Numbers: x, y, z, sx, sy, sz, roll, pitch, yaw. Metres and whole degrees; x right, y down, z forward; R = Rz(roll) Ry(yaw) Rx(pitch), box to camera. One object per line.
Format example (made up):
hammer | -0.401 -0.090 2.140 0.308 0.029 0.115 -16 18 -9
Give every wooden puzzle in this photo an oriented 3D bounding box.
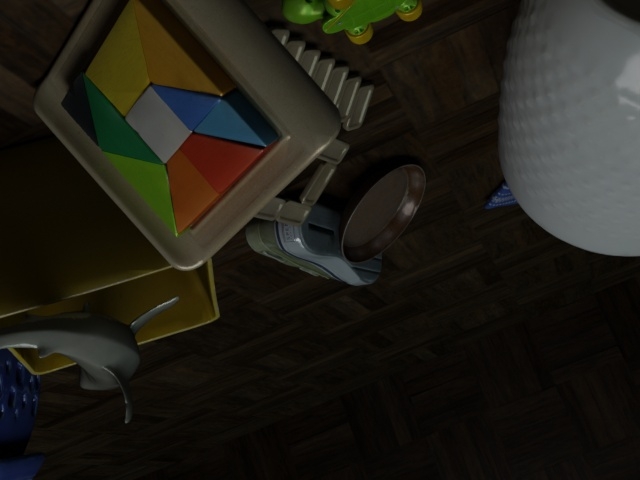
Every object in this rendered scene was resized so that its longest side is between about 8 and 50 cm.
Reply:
wooden puzzle | -0.126 -0.105 0.782 0.239 0.221 0.044 -40 -178 40

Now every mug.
mug | 0.348 -0.138 0.919 0.276 0.374 0.328 -33 155 -7

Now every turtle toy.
turtle toy | 0.027 -0.222 0.827 0.130 0.066 0.095 -23 161 9

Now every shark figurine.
shark figurine | -0.221 0.120 0.875 0.166 0.116 0.278 -27 162 14

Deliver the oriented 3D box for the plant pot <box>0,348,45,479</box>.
plant pot | -0.501 0.237 1.241 0.236 0.212 0.236 -10 171 -2

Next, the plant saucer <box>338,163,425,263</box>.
plant saucer | 0.082 -0.043 1.336 0.168 0.029 0.168 -35 149 -25

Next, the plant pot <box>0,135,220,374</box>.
plant pot | -0.238 0.000 0.983 0.212 0.187 0.212 -17 161 -10

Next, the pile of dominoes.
pile of dominoes | -0.047 -0.120 1.014 0.196 0.040 0.251 -57 152 11

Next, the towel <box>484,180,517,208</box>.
towel | 0.440 -0.141 1.498 0.243 0.040 0.336 -9 158 -27

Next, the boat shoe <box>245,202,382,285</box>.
boat shoe | 0.000 0.000 1.388 0.094 0.109 0.302 -2 166 27
